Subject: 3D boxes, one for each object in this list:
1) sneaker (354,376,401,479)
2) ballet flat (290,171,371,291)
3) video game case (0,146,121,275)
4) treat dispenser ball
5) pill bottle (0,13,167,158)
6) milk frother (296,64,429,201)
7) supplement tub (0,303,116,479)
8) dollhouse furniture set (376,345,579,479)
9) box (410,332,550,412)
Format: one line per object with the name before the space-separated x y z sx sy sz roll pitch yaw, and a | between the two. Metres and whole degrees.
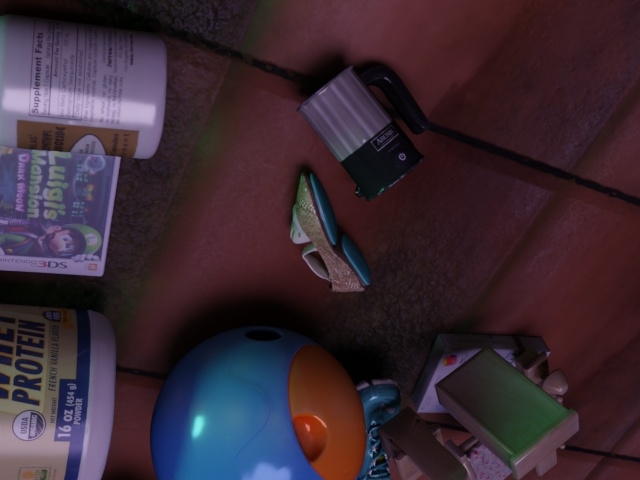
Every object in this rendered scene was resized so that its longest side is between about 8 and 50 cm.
sneaker | 0.077 0.316 1.285 0.107 0.110 0.275 -7 127 -16
ballet flat | 0.000 0.000 1.100 0.067 0.073 0.206 -17 128 16
video game case | -0.332 -0.039 1.000 0.173 0.022 0.190 4 126 -19
treat dispenser ball | -0.081 0.258 1.135 0.288 0.288 0.288 -8 129 -10
pill bottle | -0.276 -0.155 0.852 0.229 0.131 0.131 4 126 -18
milk frother | 0.040 -0.120 1.002 0.135 0.129 0.143 52 137 -5
supplement tub | -0.419 0.187 1.022 0.316 0.228 0.228 6 126 -21
dollhouse furniture set | 0.278 0.354 1.281 0.303 0.174 0.355 -32 132 -16
box | 0.254 0.215 1.362 0.186 0.038 0.145 3 126 -20
